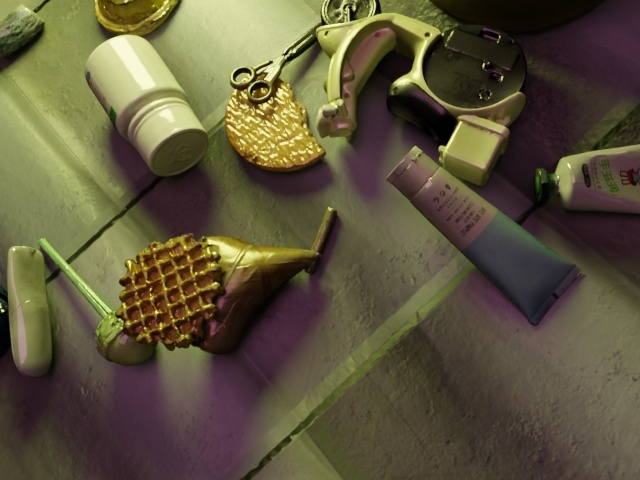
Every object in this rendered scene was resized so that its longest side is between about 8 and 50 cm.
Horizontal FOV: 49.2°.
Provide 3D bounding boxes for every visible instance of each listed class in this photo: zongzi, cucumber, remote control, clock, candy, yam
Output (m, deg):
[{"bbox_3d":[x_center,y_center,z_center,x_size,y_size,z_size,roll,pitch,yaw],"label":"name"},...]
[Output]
[{"bbox_3d":[-0.107,0.089,1.097,0.198,0.099,0.194,6,74,10],"label":"zongzi"},{"bbox_3d":[-0.609,-0.417,1.393,0.112,0.064,0.064,-43,69,0],"label":"cucumber"},{"bbox_3d":[-0.485,0.118,1.180,0.044,0.073,0.229,-19,71,28],"label":"remote control"},{"bbox_3d":[0.139,-0.259,1.137,0.379,0.120,0.276,21,76,18],"label":"clock"},{"bbox_3d":[-0.391,0.089,1.180,0.093,0.092,0.335,-43,60,-11],"label":"candy"},{"bbox_3d":[0.000,0.000,1.137,0.021,0.021,0.116,17,76,18],"label":"yam"}]

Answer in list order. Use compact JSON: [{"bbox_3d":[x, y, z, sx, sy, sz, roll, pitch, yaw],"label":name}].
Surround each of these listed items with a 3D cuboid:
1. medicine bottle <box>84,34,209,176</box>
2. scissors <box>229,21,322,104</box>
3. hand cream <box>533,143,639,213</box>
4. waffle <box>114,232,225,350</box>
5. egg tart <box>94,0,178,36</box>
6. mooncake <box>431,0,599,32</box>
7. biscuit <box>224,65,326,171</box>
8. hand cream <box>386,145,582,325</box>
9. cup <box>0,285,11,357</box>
[{"bbox_3d":[-0.300,-0.234,1.220,0.139,0.139,0.236,-37,70,0],"label":"medicine bottle"},{"bbox_3d":[-0.059,-0.325,1.232,0.220,0.017,0.088,-42,69,-15],"label":"scissors"},{"bbox_3d":[0.492,-0.095,1.035,0.336,0.076,0.121,-4,74,5],"label":"hand cream"},{"bbox_3d":[-0.229,0.079,1.062,0.191,0.038,0.191,-6,71,19],"label":"waffle"},{"bbox_3d":[-0.362,-0.489,1.350,0.191,0.074,0.191,-5,70,13],"label":"egg tart"},{"bbox_3d":[0.333,-0.553,1.119,0.393,0.246,0.394,41,89,15],"label":"mooncake"},{"bbox_3d":[-0.090,-0.198,1.212,0.145,0.033,0.224,-32,66,0],"label":"biscuit"},{"bbox_3d":[0.239,-0.017,1.045,0.312,0.070,0.111,43,85,1],"label":"hand cream"},{"bbox_3d":[-0.598,0.129,1.174,0.114,0.138,0.150,22,79,18],"label":"cup"}]
